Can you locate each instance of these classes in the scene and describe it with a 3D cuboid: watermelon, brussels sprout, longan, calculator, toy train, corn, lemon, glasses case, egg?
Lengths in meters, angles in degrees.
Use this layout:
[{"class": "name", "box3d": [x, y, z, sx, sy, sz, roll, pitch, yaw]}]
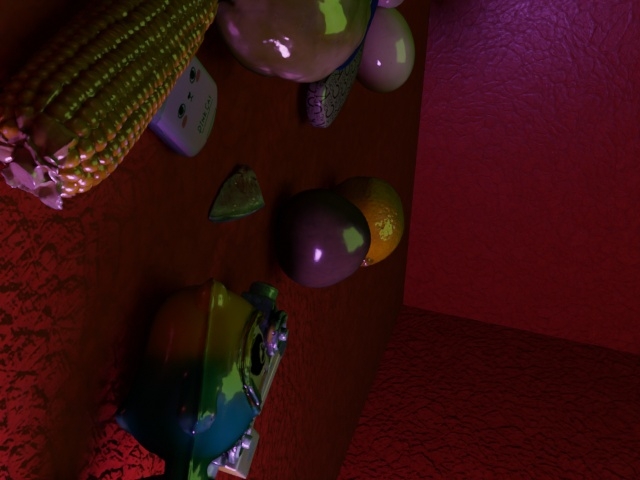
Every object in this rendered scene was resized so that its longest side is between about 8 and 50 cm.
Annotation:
[{"class": "watermelon", "box3d": [-0.158, -0.083, 1.323, 0.094, 0.081, 0.180, 63, 27, -25]}, {"class": "brussels sprout", "box3d": [-0.050, -0.401, 1.136, 0.317, 0.243, 0.273, 6, 76, -55]}, {"class": "longan", "box3d": [0.000, 0.000, 1.645, 0.215, 0.246, 0.246, -69, 168, -83]}, {"class": "calculator", "box3d": [-0.219, -0.221, 1.009, 0.246, 0.045, 0.141, 54, 49, -68]}, {"class": "toy train", "box3d": [-0.166, 0.285, 1.358, 0.253, 0.160, 0.397, 83, 23, -65]}, {"class": "corn", "box3d": [-0.235, -0.206, 0.783, 0.144, 0.144, 0.387, 80, 25, -52]}, {"class": "lemon", "box3d": [0.121, -0.059, 1.967, 0.267, 0.267, 0.267, 11, 90, -75]}, {"class": "glasses case", "box3d": [0.040, -0.432, 1.714, 0.137, 0.085, 0.354, 80, 26, -51]}, {"class": "egg", "box3d": [0.171, -0.541, 1.916, 0.188, 0.189, 0.253, -61, 151, -49]}]

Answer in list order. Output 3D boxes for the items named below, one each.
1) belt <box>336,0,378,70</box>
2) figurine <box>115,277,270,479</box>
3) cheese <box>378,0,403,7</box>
[{"class": "belt", "box3d": [0.048, -0.555, 1.482, 0.212, 0.117, 0.347, -22, 132, -59]}, {"class": "figurine", "box3d": [-0.201, 0.232, 1.095, 0.323, 0.231, 0.340, 135, -38, -72]}, {"class": "cheese", "box3d": [0.182, -0.792, 1.812, 0.248, 0.174, 0.251, 98, 14, -46]}]
